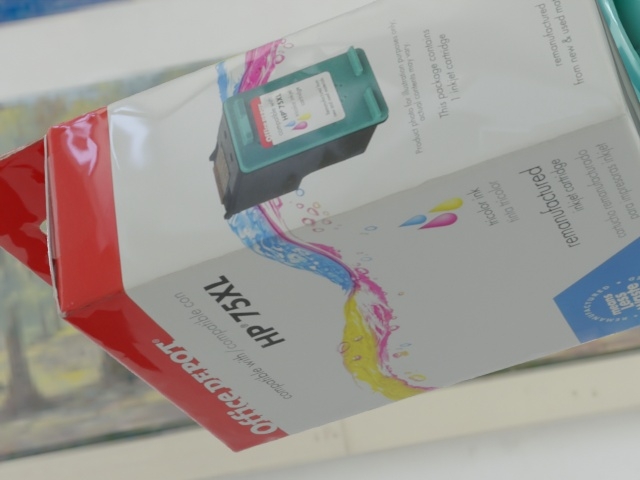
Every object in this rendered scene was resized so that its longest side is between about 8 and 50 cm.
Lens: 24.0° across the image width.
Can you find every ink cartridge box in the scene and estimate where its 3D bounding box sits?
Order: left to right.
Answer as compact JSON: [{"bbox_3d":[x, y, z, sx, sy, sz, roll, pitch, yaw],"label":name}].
[{"bbox_3d":[0.000,0.000,0.517,0.231,0.078,0.134,-20,-33,15],"label":"ink cartridge box"}]

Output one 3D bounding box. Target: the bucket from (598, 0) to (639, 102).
[{"bbox_3d":[0.249,-0.085,0.647,0.281,0.281,0.183,-7,0,-45],"label":"bucket"}]
